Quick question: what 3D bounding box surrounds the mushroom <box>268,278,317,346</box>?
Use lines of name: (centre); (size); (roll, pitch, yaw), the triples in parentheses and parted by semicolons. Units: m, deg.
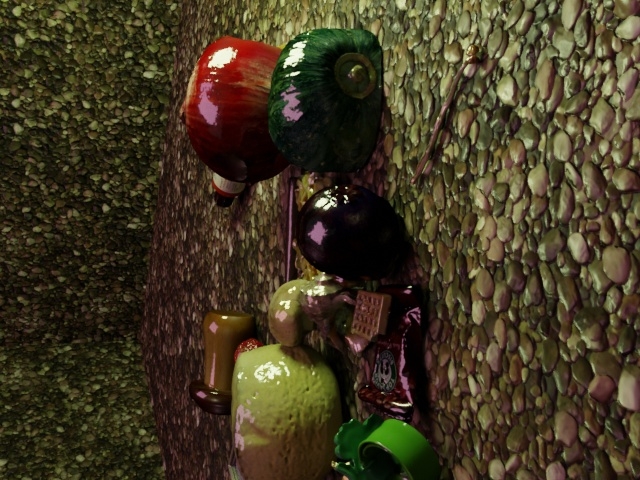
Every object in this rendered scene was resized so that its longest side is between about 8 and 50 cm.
mushroom: (-0.054, 0.157, 1.674); (0.112, 0.148, 0.148); (19, 115, 21)

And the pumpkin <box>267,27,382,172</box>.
pumpkin: (-0.014, -0.288, 1.594); (0.263, 0.196, 0.293); (173, 99, -70)

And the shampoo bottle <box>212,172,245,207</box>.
shampoo bottle: (-0.263, -0.203, 2.323); (0.278, 0.104, 0.104); (117, 146, -48)

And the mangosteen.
mangosteen: (0.054, 0.002, 1.454); (0.194, 0.194, 0.231); (-117, 10, -48)

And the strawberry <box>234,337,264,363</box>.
strawberry: (-0.195, 0.318, 2.158); (0.106, 0.106, 0.106); (180, 90, -68)

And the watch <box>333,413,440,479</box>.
watch: (0.112, 0.369, 1.320); (0.165, 0.131, 0.152); (57, 147, 5)

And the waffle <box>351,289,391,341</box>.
waffle: (0.091, 0.137, 1.406); (0.135, 0.021, 0.092); (-174, 95, -73)

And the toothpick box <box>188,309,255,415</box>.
toothpick box: (-0.279, 0.357, 2.260); (0.192, 0.192, 0.295); (-168, 85, -68)

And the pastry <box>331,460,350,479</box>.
pastry: (0.100, 0.500, 1.417); (0.250, 0.102, 0.154); (-113, 33, -45)

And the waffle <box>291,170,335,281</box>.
waffle: (0.000, 0.000, 1.718); (0.297, 0.073, 0.317); (-166, 69, -73)

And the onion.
onion: (-0.169, -0.290, 1.823); (0.341, 0.341, 0.342); (180, 90, -68)

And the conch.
conch: (0.039, 0.148, 1.540); (0.155, 0.130, 0.207); (19, 126, 52)

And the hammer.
hammer: (-0.067, 0.065, 1.902); (0.168, 0.044, 0.440); (-166, 79, -77)

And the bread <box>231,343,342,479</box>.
bread: (-0.077, 0.386, 1.707); (0.320, 0.237, 0.321); (-179, 90, -83)

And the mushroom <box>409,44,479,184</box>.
mushroom: (0.202, -0.202, 1.290); (0.025, 0.028, 0.286); (34, 136, 12)

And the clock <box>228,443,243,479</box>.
clock: (-0.202, 0.634, 2.206); (0.147, 0.071, 0.192); (-118, 36, -49)

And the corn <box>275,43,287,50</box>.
corn: (-0.087, -0.455, 1.938); (0.207, 0.068, 0.068); (-159, 71, -65)

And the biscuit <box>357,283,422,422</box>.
biscuit: (0.131, 0.195, 1.392); (0.151, 0.063, 0.236); (180, 99, -69)
